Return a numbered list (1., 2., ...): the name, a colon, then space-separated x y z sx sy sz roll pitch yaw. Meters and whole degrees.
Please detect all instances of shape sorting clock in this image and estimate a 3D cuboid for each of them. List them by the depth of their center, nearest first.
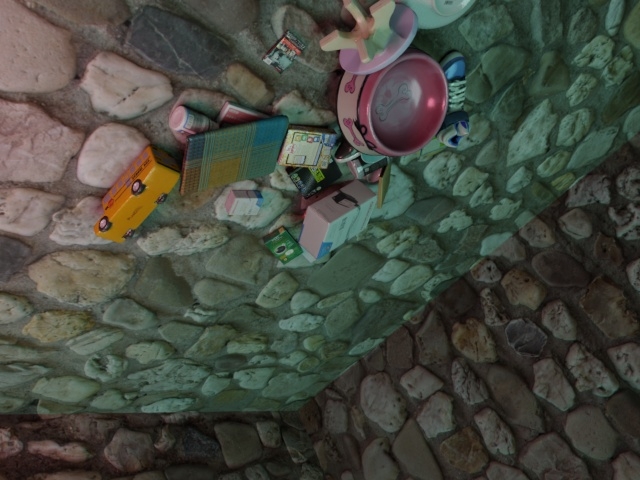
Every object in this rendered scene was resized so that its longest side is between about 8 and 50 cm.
1. shape sorting clock: 0.488 -0.434 2.275 0.206 0.040 0.206 -20 154 -10

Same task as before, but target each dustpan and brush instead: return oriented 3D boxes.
1. dustpan and brush: 0.000 0.000 2.474 0.211 0.060 0.147 -30 135 12

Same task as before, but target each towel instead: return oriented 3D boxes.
1. towel: -0.289 -0.287 1.795 0.370 0.040 0.271 -20 151 -33

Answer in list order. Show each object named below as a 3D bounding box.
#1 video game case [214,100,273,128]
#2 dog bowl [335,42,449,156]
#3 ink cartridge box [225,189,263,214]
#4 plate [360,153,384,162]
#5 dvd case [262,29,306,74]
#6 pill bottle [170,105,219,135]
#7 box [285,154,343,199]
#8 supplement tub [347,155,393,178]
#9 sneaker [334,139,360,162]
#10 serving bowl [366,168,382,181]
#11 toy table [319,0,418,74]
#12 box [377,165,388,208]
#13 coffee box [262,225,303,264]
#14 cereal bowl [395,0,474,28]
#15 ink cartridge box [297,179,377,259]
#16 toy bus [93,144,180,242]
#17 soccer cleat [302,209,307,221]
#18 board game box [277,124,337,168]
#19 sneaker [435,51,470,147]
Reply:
1. video game case: -0.300 -0.327 1.832 0.204 0.025 0.285 9 131 -44
2. dog bowl: 0.260 -0.469 1.825 0.408 0.150 0.408 -14 120 -26
3. ink cartridge box: -0.292 -0.144 2.054 0.122 0.052 0.088 -3 138 -37
4. plate: 0.217 -0.372 1.997 0.188 0.024 0.188 -29 147 -21
5. dvd case: -0.112 -0.578 1.655 0.119 0.013 0.087 -44 144 18
6. pill bottle: -0.389 -0.359 1.674 0.137 0.078 0.078 16 125 -48
7. box: -0.022 -0.266 2.107 0.184 0.045 0.191 -30 147 3
8. supplement tub: 0.203 -0.333 2.124 0.190 0.117 0.117 -27 147 -4
9. sneaker: 0.143 -0.422 1.982 0.296 0.104 0.147 -41 144 6
10. serving bowl: 0.229 -0.287 2.283 0.083 0.027 0.083 -20 146 -14
11. toy table: 0.138 -0.618 1.604 0.274 0.252 0.161 -36 157 29
12. box: 0.270 -0.255 2.264 0.021 0.164 0.201 14 146 12
13. coffee box: -0.162 0.022 2.359 0.113 0.040 0.184 -33 138 6
14. cereal bowl: 0.376 -0.793 1.631 0.339 0.141 0.339 -21 145 -15
15. ink cartridge box: 0.072 -0.091 2.252 0.307 0.129 0.223 -31 153 -37
16. toy bus: -0.604 -0.143 1.747 0.332 0.130 0.108 -42 146 18
17. soccer cleat: -0.030 -0.081 2.334 0.076 0.068 0.196 -35 151 -22
18. board game box: -0.049 -0.338 1.946 0.193 0.045 0.147 1 127 -26
19. sneaker: 0.513 -0.508 2.018 0.130 0.236 0.323 -13 143 -24
